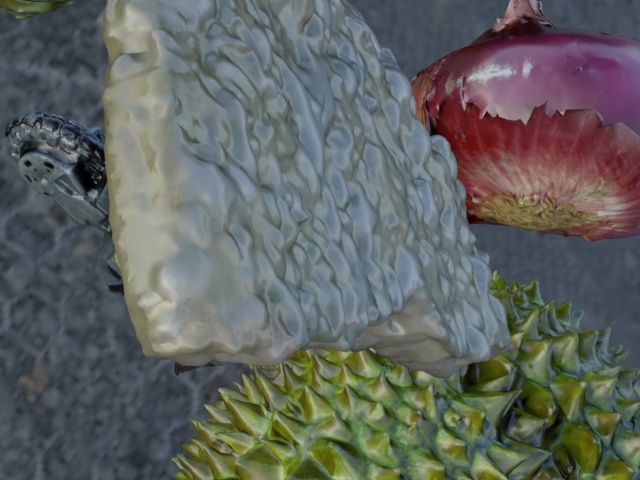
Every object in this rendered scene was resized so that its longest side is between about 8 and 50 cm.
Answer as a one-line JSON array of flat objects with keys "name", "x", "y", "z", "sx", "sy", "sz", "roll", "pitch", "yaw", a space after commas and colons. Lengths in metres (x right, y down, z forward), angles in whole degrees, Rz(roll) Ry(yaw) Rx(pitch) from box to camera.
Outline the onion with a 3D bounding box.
[{"name": "onion", "x": 0.101, "y": -0.072, "z": 0.817, "sx": 0.150, "sy": 0.150, "sz": 0.140, "roll": 13, "pitch": 70, "yaw": -25}]

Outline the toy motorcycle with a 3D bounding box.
[{"name": "toy motorcycle", "x": -0.062, "y": -0.017, "z": 1.184, "sx": 0.307, "sy": 0.173, "sz": 0.108, "roll": 7, "pitch": 51, "yaw": 31}]

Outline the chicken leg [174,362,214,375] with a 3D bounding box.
[{"name": "chicken leg", "x": -0.041, "y": 0.044, "z": 1.461, "sx": 0.105, "sy": 0.234, "sz": 0.063, "roll": 43, "pitch": 22, "yaw": -50}]

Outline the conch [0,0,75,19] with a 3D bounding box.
[{"name": "conch", "x": -0.162, "y": -0.226, "z": 1.103, "sx": 0.187, "sy": 0.181, "sz": 0.124, "roll": 45, "pitch": 8, "yaw": 24}]

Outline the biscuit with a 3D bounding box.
[{"name": "biscuit", "x": -0.003, "y": -0.028, "z": 0.477, "sx": 0.250, "sy": 0.032, "sz": 0.133, "roll": 11, "pitch": 61, "yaw": -70}]

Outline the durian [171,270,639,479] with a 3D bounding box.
[{"name": "durian", "x": 0.050, "y": 0.139, "z": 0.869, "sx": 0.291, "sy": 0.225, "sz": 0.291, "roll": -7, "pitch": 103, "yaw": -33}]
